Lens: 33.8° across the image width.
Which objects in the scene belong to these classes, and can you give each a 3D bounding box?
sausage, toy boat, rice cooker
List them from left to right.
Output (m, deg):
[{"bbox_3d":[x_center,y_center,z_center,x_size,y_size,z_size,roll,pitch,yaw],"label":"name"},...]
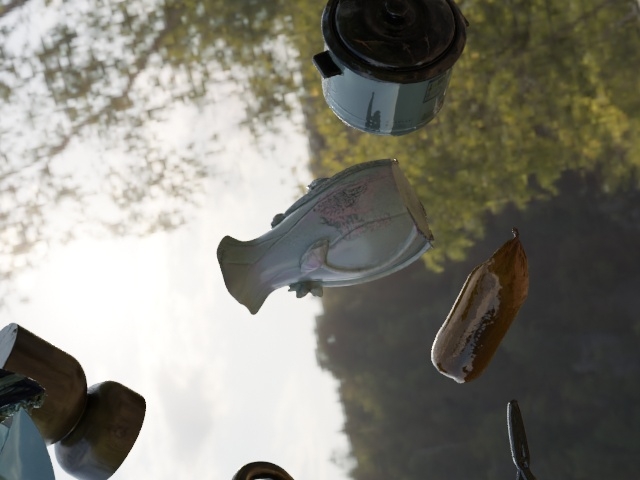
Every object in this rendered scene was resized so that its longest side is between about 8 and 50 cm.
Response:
[{"bbox_3d":[-0.446,0.329,1.481,0.291,0.220,0.067,59,-176,10],"label":"toy boat"},{"bbox_3d":[0.117,-0.321,1.781,0.227,0.280,0.241,96,149,-60],"label":"rice cooker"},{"bbox_3d":[0.298,0.120,1.894,0.112,0.112,0.328,-91,19,-54],"label":"sausage"}]

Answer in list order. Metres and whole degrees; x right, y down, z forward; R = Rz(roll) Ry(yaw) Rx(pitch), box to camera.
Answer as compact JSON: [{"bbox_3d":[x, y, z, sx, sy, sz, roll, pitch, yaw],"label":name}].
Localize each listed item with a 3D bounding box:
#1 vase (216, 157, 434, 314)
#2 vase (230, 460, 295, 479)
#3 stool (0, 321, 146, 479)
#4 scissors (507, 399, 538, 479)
[{"bbox_3d":[0.000,0.000,2.248,0.250,0.445,0.250,59,-164,-29],"label":"vase"},{"bbox_3d":[-0.119,0.610,2.260,0.241,0.302,0.329,-54,18,31],"label":"vase"},{"bbox_3d":[-0.452,0.277,1.771,0.264,0.179,0.179,35,-151,-24],"label":"stool"},{"bbox_3d":[0.291,0.322,1.513,0.017,0.088,0.220,-119,15,-66],"label":"scissors"}]
